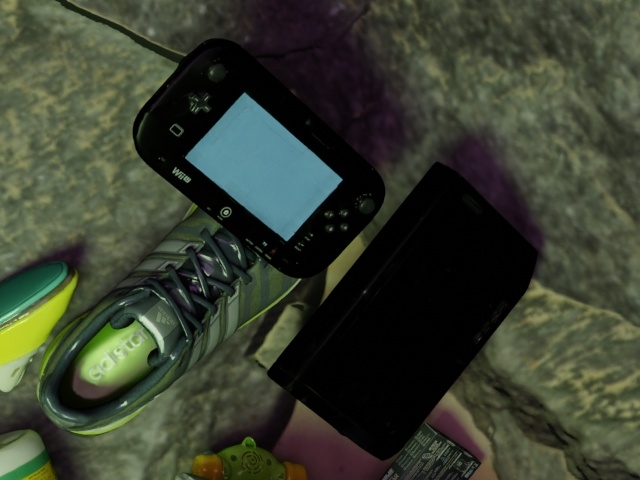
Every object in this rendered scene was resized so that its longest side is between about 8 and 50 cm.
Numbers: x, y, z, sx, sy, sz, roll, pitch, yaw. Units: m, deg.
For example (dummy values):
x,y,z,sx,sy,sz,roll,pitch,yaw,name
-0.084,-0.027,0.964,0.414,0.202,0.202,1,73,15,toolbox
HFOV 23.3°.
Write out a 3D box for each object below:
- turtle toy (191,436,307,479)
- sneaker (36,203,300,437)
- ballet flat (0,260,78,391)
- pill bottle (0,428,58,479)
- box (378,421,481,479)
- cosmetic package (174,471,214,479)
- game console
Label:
x,y,z,sx,sy,sz,roll,pitch,yaw,name
-0.070,0.218,1.236,0.095,0.066,0.130,10,93,-22,turtle toy
-0.101,0.047,1.197,0.111,0.121,0.300,44,91,-5,sneaker
-0.282,0.094,1.226,0.231,0.077,0.077,-26,116,3,ballet flat
-0.236,0.263,1.209,0.117,0.117,0.208,-21,94,-1,pill bottle
0.082,0.195,1.248,0.067,0.018,0.083,36,93,-40,box
-0.055,0.379,1.137,0.197,0.155,0.365,20,88,-23,cosmetic package
0.000,0.000,1.157,0.361,0.044,0.213,40,86,-33,game console
